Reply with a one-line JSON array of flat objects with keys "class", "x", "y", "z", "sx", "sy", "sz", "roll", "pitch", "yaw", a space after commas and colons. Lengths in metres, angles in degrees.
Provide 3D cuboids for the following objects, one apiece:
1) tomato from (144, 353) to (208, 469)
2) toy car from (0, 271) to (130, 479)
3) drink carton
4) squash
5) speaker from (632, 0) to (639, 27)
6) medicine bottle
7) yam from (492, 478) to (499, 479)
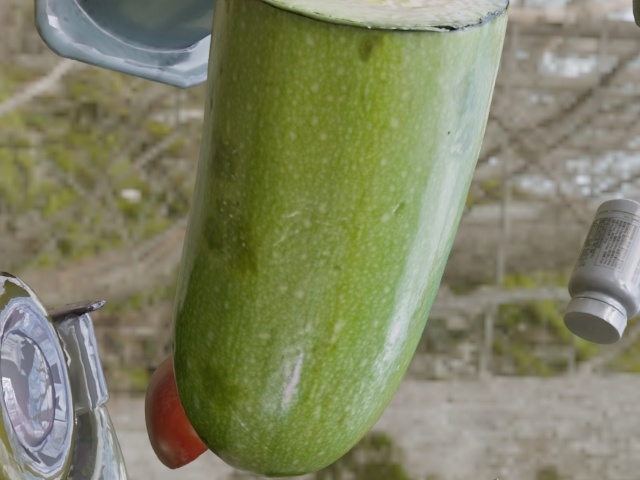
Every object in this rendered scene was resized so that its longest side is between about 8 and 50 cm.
[{"class": "tomato", "x": -0.092, "y": 0.121, "z": 1.590, "sx": 0.082, "sy": 0.174, "sz": 0.166, "roll": 51, "pitch": -1, "yaw": -6}, {"class": "toy car", "x": -0.201, "y": 0.144, "z": 0.557, "sx": 0.336, "sy": 0.242, "sz": 0.226, "roll": -17, "pitch": 95, "yaw": -78}, {"class": "drink carton", "x": -0.087, "y": -0.239, "z": 1.318, "sx": 0.189, "sy": 0.191, "sz": 0.185, "roll": -28, "pitch": -121, "yaw": 42}, {"class": "squash", "x": 0.000, "y": 0.000, "z": 0.567, "sx": 0.095, "sy": 0.095, "sz": 0.188, "roll": -103, "pitch": -160, "yaw": -62}, {"class": "speaker", "x": 0.439, "y": -0.229, "z": 1.370, "sx": 0.406, "sy": 0.183, "sz": 0.184, "roll": 15, "pitch": -81, "yaw": 43}, {"class": "medicine bottle", "x": 0.302, "y": 0.033, "z": 1.829, "sx": 0.079, "sy": 0.079, "sz": 0.140, "roll": 107, "pitch": 7, "yaw": -64}, {"class": "yam", "x": 0.153, "y": 0.302, "z": 1.778, "sx": 0.084, "sy": 0.127, "sz": 0.084, "roll": 48, "pitch": 6, "yaw": -7}]
